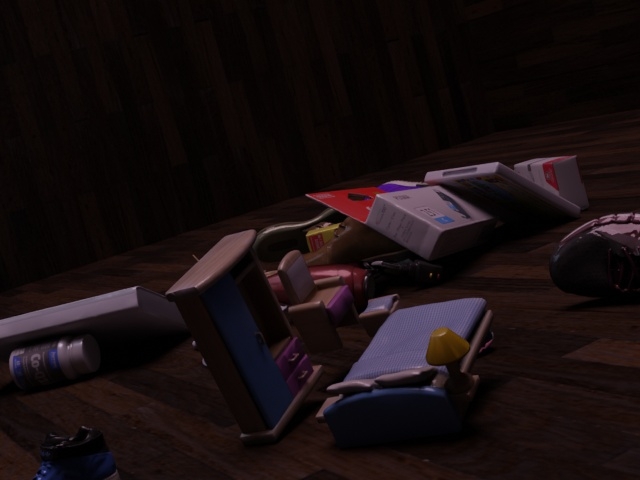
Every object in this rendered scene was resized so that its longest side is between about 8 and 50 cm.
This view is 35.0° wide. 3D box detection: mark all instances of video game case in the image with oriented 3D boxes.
[{"bbox_3d":[0.348,-0.088,1.949,0.227,0.026,0.206,25,-15,-30],"label":"video game case"}]

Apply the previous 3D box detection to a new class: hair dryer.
[{"bbox_3d":[0.043,0.076,1.725,0.293,0.080,0.223,-3,0,-20],"label":"hair dryer"}]

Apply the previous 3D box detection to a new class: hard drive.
[{"bbox_3d":[-0.425,0.159,1.801,0.353,0.047,0.233,-13,-18,16],"label":"hard drive"}]

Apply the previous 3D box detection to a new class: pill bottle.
[{"bbox_3d":[-0.448,0.204,1.721,0.137,0.078,0.078,-14,8,15],"label":"pill bottle"}]

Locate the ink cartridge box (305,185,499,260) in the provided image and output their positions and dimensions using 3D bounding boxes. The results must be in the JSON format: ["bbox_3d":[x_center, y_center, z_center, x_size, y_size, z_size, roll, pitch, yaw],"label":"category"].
[{"bbox_3d":[0.155,-0.062,1.838,0.261,0.066,0.296,29,18,22],"label":"ink cartridge box"}]

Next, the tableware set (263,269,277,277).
[{"bbox_3d":[-0.108,0.083,2.139,0.168,0.020,0.141,-9,10,38],"label":"tableware set"}]

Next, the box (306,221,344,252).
[{"bbox_3d":[0.092,-0.006,2.131,0.232,0.087,0.058,-13,8,8],"label":"box"}]

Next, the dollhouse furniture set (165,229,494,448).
[{"bbox_3d":[0.045,0.060,1.107,0.303,0.198,0.286,-13,21,31],"label":"dollhouse furniture set"}]

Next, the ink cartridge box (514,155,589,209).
[{"bbox_3d":[0.463,-0.110,2.045,0.063,0.109,0.150,-19,8,-16],"label":"ink cartridge box"}]

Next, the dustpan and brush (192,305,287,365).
[{"bbox_3d":[-0.153,0.155,1.615,0.147,0.060,0.211,-36,24,-33],"label":"dustpan and brush"}]

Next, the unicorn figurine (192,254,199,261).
[{"bbox_3d":[-0.222,0.071,2.349,0.162,0.060,0.111,1,7,0],"label":"unicorn figurine"}]

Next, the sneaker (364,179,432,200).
[{"bbox_3d":[0.174,-0.082,2.456,0.146,0.102,0.293,-22,10,-36],"label":"sneaker"}]

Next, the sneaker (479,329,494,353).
[{"bbox_3d":[0.149,0.118,1.229,0.119,0.057,0.047,-14,5,7],"label":"sneaker"}]

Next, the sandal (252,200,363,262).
[{"bbox_3d":[-0.001,0.002,2.269,0.302,0.120,0.086,-17,35,0],"label":"sandal"}]

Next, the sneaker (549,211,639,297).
[{"bbox_3d":[0.406,0.026,1.212,0.281,0.106,0.162,-12,11,22],"label":"sneaker"}]

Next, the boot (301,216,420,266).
[{"bbox_3d":[0.054,0.004,2.033,0.305,0.115,0.112,-14,9,21],"label":"boot"}]

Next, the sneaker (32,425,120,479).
[{"bbox_3d":[-0.290,0.247,1.064,0.152,0.085,0.058,-20,9,-31],"label":"sneaker"}]
